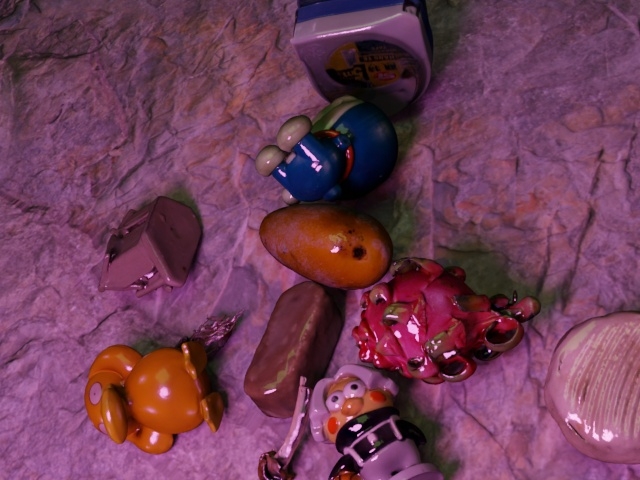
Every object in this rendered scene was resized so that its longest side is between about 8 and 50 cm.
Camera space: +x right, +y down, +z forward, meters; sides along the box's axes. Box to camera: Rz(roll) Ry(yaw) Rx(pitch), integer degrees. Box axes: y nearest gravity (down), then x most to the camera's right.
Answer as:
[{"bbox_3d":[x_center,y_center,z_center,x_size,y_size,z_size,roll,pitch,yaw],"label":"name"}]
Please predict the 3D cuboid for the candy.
[{"bbox_3d":[-0.046,0.190,1.642,0.102,0.104,0.234,4,56,29],"label":"candy"}]

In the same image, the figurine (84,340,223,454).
[{"bbox_3d":[-0.294,0.269,1.651,0.228,0.215,0.215,-18,49,-10],"label":"figurine"}]

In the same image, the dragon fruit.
[{"bbox_3d":[0.194,0.140,1.541,0.273,0.198,0.218,21,32,7],"label":"dragon fruit"}]

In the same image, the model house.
[{"bbox_3d":[-0.351,0.020,1.885,0.188,0.122,0.229,-23,35,21],"label":"model house"}]

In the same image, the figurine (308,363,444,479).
[{"bbox_3d":[0.071,0.312,1.488,0.176,0.133,0.236,-29,53,-4],"label":"figurine"}]

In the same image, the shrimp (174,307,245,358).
[{"bbox_3d":[-0.198,0.171,1.740,0.165,0.056,0.065,-41,65,6],"label":"shrimp"}]

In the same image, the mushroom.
[{"bbox_3d":[-0.048,0.315,1.550,0.060,0.061,0.187,21,85,27],"label":"mushroom"}]

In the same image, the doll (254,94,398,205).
[{"bbox_3d":[0.028,-0.159,1.780,0.186,0.198,0.322,50,41,5],"label":"doll"}]

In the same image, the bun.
[{"bbox_3d":[0.448,0.218,1.401,0.239,0.141,0.239,-10,59,16],"label":"bun"}]

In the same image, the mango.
[{"bbox_3d":[0.000,0.000,1.717,0.316,0.193,0.146,20,94,50],"label":"mango"}]

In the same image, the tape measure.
[{"bbox_3d":[0.094,-0.372,1.904,0.259,0.262,0.138,-5,46,19],"label":"tape measure"}]
